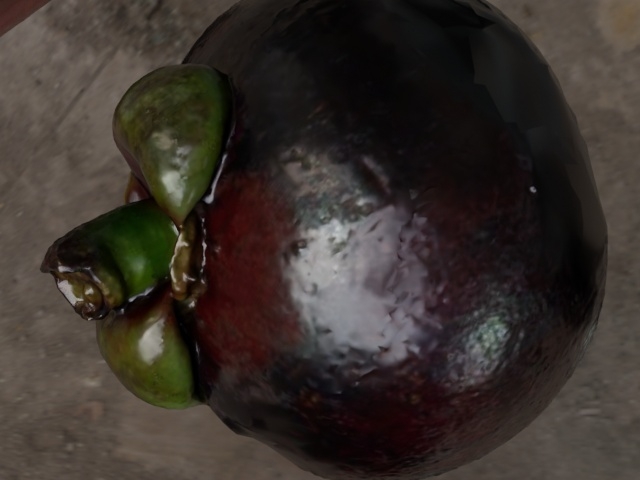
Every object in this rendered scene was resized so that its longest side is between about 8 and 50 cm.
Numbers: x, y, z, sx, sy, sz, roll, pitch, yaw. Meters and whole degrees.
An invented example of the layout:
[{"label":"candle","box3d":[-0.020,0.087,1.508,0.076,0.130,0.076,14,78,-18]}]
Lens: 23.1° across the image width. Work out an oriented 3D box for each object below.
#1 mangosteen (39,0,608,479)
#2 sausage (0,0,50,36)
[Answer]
[{"label":"mangosteen","box3d":[0.008,0.002,0.644,0.216,0.216,0.216,3,82,-21]},{"label":"sausage","box3d":[-0.266,-0.208,1.099,0.280,0.152,0.152,-38,97,-19]}]
